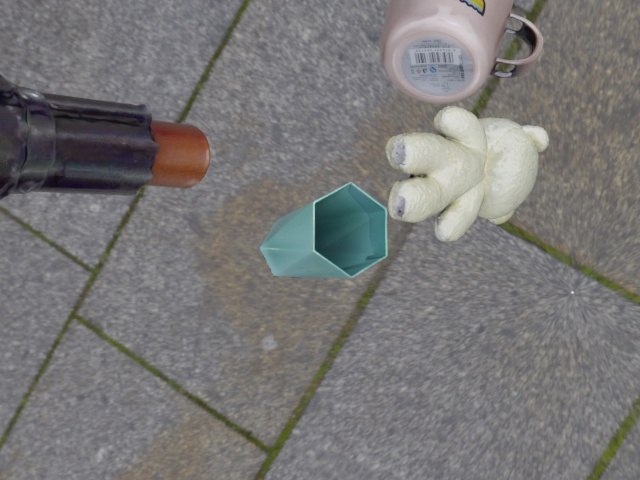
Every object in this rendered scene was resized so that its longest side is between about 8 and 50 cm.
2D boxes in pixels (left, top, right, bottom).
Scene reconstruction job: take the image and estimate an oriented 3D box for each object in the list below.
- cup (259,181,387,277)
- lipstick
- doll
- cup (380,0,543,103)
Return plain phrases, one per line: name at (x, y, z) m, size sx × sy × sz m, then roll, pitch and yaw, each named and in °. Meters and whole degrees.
cup at (0.000, 0.000, 1.478) m, size 0.148 × 0.235 × 0.134 m, roll 38°, pitch 69°, yaw -15°
lipstick at (-0.196, -0.063, 0.565) m, size 0.081 × 0.299 × 0.081 m, roll -2°, pitch 88°, yaw 42°
doll at (0.196, -0.107, 1.327) m, size 0.149 × 0.278 × 0.175 m, roll 48°, pitch 130°, yaw 36°
cup at (0.222, -0.322, 1.406) m, size 0.252 × 0.191 × 0.200 m, roll 21°, pitch 51°, yaw -4°
